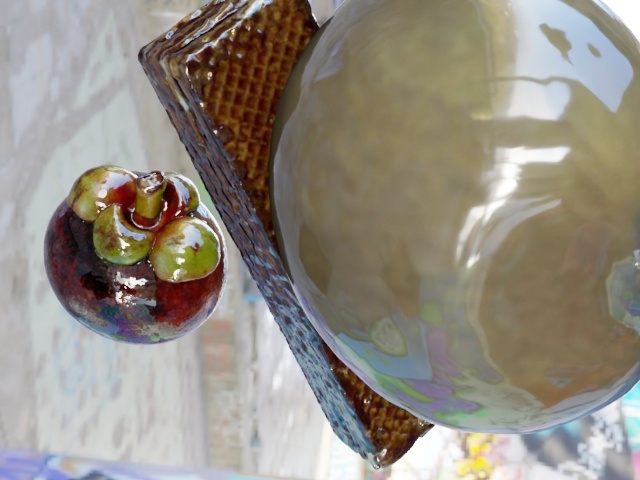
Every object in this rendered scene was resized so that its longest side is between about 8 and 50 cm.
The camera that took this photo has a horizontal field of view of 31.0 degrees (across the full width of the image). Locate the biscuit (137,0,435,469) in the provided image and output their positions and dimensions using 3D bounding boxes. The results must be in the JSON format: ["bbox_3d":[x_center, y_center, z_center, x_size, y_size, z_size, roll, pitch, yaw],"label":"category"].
[{"bbox_3d":[0.000,0.000,0.853,0.107,0.073,0.388,-39,122,-22],"label":"biscuit"}]

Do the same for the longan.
[{"bbox_3d":[0.100,-0.021,0.688,0.243,0.300,0.300,-43,155,-22],"label":"longan"}]

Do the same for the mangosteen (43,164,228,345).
[{"bbox_3d":[-0.171,0.006,1.099,0.200,0.199,0.200,4,90,-84],"label":"mangosteen"}]
